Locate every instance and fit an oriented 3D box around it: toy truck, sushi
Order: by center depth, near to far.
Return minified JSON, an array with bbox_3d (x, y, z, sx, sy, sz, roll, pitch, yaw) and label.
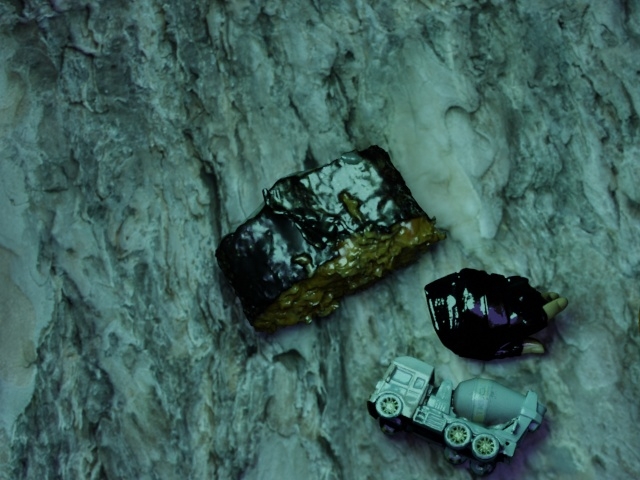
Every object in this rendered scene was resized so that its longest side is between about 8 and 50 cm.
[{"bbox_3d":[0.211,0.264,1.820,0.256,0.108,0.140,22,69,16],"label":"toy truck"},{"bbox_3d":[0.000,0.000,1.872,0.348,0.234,0.207,-32,71,9],"label":"sushi"}]

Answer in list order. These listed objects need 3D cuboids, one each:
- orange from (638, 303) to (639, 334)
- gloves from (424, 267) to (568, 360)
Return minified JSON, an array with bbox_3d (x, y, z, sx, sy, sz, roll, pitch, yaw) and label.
[{"bbox_3d":[0.587,0.118,1.696,0.246,0.246,0.246,-3,75,13],"label":"orange"},{"bbox_3d":[0.284,0.111,1.840,0.203,0.124,0.164,-18,91,16],"label":"gloves"}]
